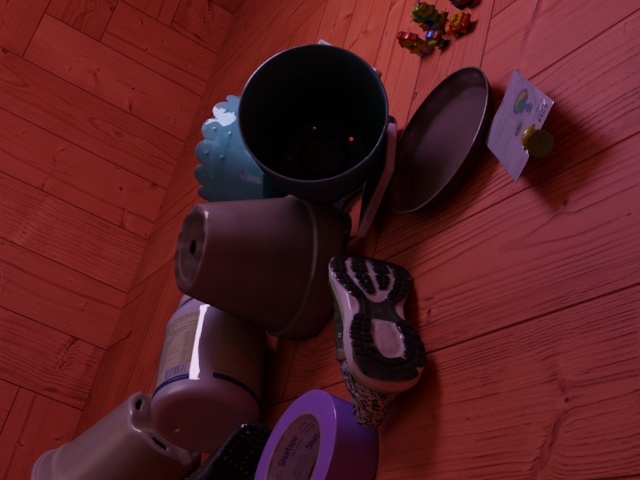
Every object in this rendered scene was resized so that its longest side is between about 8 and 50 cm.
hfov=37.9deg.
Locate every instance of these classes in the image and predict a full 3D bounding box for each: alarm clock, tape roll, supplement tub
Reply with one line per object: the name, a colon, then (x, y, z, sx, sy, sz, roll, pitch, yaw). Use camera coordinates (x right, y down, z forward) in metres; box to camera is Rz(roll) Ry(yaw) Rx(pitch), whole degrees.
alarm clock: (0.000, 0.000, 2.092, 0.192, 0.064, 0.129, -55, 22, 28)
tape roll: (-0.015, 0.401, 1.608, 0.275, 0.090, 0.274, -49, 26, 34)
supplement tub: (-0.241, 0.279, 2.073, 0.235, 0.235, 0.324, -48, 26, 35)

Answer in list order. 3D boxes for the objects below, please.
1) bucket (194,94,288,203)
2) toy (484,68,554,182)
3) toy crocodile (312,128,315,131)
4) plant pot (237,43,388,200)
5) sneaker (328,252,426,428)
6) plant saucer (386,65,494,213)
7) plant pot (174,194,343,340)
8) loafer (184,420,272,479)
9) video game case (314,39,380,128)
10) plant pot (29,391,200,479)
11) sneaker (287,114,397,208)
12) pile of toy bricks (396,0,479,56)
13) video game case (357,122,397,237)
bucket: (-0.154, -0.194, 2.223, 0.281, 0.183, 0.281, -50, -30, -44)
toy: (0.335, -0.184, 1.513, 0.237, 0.056, 0.136, -90, 19, -69)
toy crocodile: (-0.025, -0.359, 2.528, 0.340, 0.105, 0.115, -57, -20, 19)
plant pot: (-0.004, -0.210, 1.891, 0.235, 0.293, 0.293, 74, -144, -71)
sneaker: (0.071, 0.167, 1.639, 0.410, 0.158, 0.182, -91, 17, -60)
plant saucer: (0.233, -0.183, 1.774, 0.310, 0.050, 0.310, -49, 24, 31)
plant pot: (-0.147, 0.036, 1.977, 0.323, 0.280, 0.323, -35, 49, 55)
loafer: (-0.218, 0.519, 1.866, 0.366, 0.134, 0.130, -44, -6, -8)
video game case: (0.025, -0.384, 2.387, 0.227, 0.026, 0.206, 37, 101, 39)
plant pot: (-0.464, 0.543, 2.237, 0.305, 0.334, 0.334, -45, 25, 14)
sneaker: (0.024, -0.183, 2.078, 0.321, 0.180, 0.124, -48, 25, 35)
pile of toy bricks: (0.243, -0.489, 2.033, 0.212, 0.105, 0.118, -12, 54, 64)
video game case: (0.117, -0.126, 1.918, 0.190, 0.022, 0.173, -79, 9, -55)
